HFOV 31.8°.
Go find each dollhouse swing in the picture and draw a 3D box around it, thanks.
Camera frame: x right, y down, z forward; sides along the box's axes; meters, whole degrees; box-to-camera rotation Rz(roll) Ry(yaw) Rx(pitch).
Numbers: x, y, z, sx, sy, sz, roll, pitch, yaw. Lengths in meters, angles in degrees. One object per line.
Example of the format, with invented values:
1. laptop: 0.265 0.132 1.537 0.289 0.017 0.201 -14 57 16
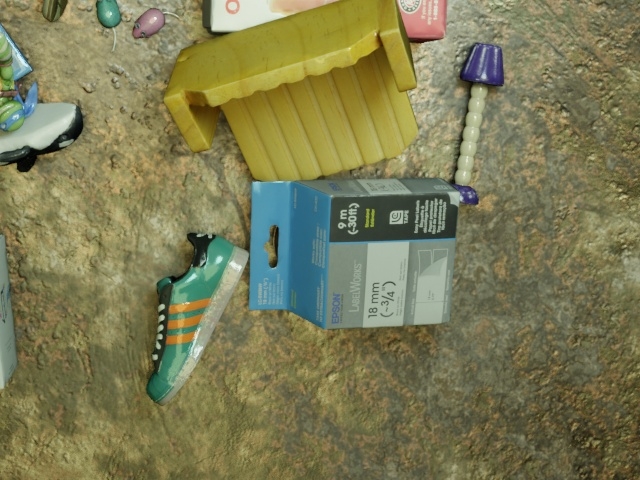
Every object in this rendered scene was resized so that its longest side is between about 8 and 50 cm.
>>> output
1. dollhouse swing: -0.013 -0.181 1.728 0.347 0.315 0.304 -15 117 8

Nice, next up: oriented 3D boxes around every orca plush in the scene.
1. orca plush: -0.512 -0.134 1.835 0.287 0.151 0.102 -27 132 -6

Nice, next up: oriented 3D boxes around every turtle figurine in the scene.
1. turtle figurine: -0.572 -0.273 1.697 0.275 0.198 0.266 -33 83 -44

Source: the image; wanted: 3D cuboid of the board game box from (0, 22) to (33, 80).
1. board game box: -0.603 -0.286 1.829 0.212 0.039 0.160 -34 102 -3

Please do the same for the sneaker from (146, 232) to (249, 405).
1. sneaker: -0.239 0.128 1.911 0.121 0.108 0.302 27 86 -10

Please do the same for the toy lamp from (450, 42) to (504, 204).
1. toy lamp: 0.265 -0.201 1.940 0.080 0.080 0.274 7 98 -9

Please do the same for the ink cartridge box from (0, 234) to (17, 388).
1. ink cartridge box: -0.599 0.118 1.823 0.171 0.168 0.232 -6 98 -6

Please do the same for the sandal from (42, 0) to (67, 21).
1. sandal: -0.430 -0.447 1.822 0.049 0.072 0.180 18 100 12

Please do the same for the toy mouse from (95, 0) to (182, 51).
1. toy mouse: -0.316 -0.376 1.858 0.161 0.031 0.143 29 94 -11

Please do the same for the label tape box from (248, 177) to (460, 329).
1. label tape box: 0.054 0.023 1.889 0.334 0.106 0.240 -2 109 -13

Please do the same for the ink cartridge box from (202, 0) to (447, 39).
1. ink cartridge box: 0.005 -0.466 1.823 0.385 0.160 0.279 0 99 -8

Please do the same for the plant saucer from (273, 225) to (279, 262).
1. plant saucer: 0.000 0.000 1.958 0.169 0.029 0.168 -1 100 -8
